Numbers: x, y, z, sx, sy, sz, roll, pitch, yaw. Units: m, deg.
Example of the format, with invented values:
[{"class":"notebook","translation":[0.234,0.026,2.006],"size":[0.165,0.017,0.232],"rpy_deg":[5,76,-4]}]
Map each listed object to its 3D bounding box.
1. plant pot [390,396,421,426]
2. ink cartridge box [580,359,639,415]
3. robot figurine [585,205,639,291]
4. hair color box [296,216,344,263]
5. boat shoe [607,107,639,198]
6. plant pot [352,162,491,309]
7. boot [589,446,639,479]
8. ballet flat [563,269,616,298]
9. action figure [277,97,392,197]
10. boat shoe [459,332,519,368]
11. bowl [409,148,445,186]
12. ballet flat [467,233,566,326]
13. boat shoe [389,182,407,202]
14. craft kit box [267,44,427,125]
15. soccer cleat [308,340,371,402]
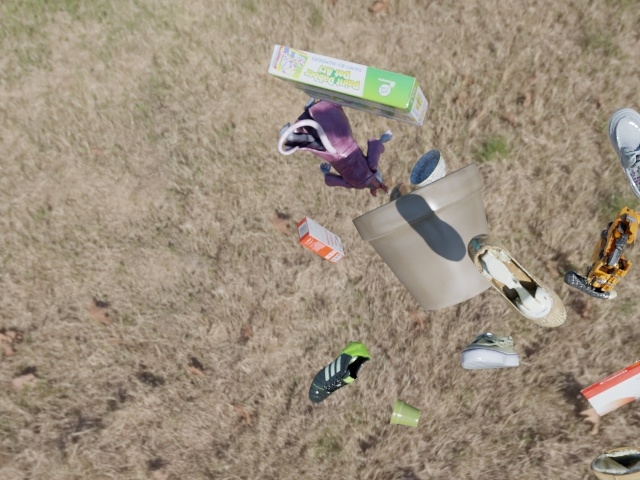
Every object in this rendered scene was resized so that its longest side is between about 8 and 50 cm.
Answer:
[{"class":"plant pot","translation":[0.263,0.531,1.550],"size":[0.079,0.083,0.083],"rpy_deg":[14,65,15]},{"class":"ink cartridge box","translation":[0.641,0.315,1.080],"size":[0.145,0.179,0.045],"rpy_deg":[-36,55,17]},{"class":"robot figurine","translation":[0.916,0.035,1.588],"size":[0.085,0.211,0.291],"rpy_deg":[26,54,15]},{"class":"hair color box","translation":[0.000,0.000,1.713],"size":[0.053,0.167,0.093],"rpy_deg":[-41,38,26]},{"class":"boat shoe","translation":[0.708,-0.185,1.125],"size":[0.079,0.227,0.081],"rpy_deg":[-23,19,22]},{"class":"plant pot","translation":[0.277,0.006,1.238],"size":[0.323,0.323,0.280],"rpy_deg":[-24,91,-7]},{"class":"boot","translation":[0.715,0.613,1.282],"size":[0.236,0.269,0.089],"rpy_deg":[-24,41,16]},{"class":"ballet flat","translation":[0.908,0.151,1.705],"size":[0.173,0.049,0.057],"rpy_deg":[22,46,11]},{"class":"action figure","translation":[0.079,-0.263,1.507],"size":[0.370,0.276,0.248],"rpy_deg":[43,109,-14]},{"class":"boat shoe","translation":[0.464,0.305,1.411],"size":[0.109,0.302,0.094],"rpy_deg":[-19,67,32]},{"class":"bowl","translation":[0.442,-0.272,2.022],"size":[0.080,0.170,0.170],"rpy_deg":[32,64,-22]},{"class":"ballet flat","translation":[0.319,0.076,0.828],"size":[0.206,0.067,0.073],"rpy_deg":[42,112,1]},{"class":"boat shoe","translation":[0.266,-0.122,1.704],"size":[0.060,0.064,0.178],"rpy_deg":[-15,43,47]},{"class":"craft kit box","translation":[0.063,-0.280,0.940],"size":[0.250,0.246,0.061],"rpy_deg":[18,103,14]},{"class":"soccer cleat","translation":[0.040,0.305,1.143],"size":[0.179,0.060,0.072],"rpy_deg":[-49,29,4]}]
